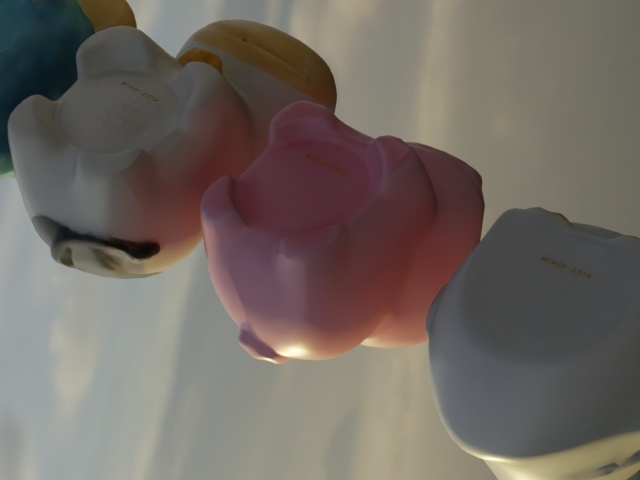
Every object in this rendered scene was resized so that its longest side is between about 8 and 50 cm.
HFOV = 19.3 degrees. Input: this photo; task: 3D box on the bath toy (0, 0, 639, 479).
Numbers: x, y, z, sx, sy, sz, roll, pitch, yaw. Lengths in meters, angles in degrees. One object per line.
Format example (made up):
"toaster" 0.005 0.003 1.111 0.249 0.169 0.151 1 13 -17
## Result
"bath toy" 0.000 0.000 0.746 0.151 0.348 0.129 -42 -37 -28
